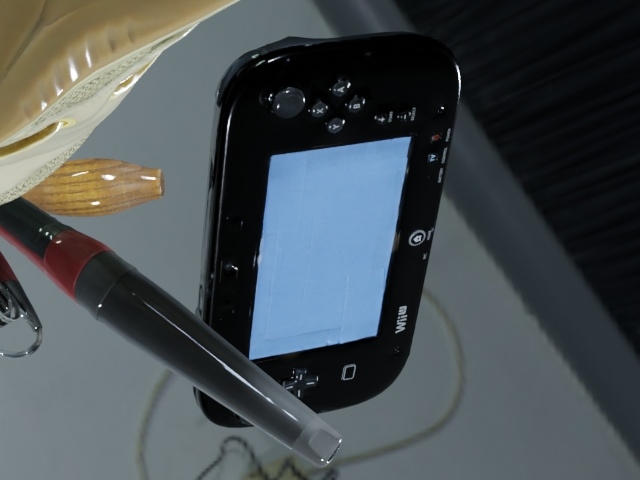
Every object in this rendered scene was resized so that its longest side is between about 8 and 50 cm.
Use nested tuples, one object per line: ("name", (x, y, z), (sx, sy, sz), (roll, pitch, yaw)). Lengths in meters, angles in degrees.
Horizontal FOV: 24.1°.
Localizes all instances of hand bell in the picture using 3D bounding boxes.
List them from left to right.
("hand bell", (-0.225, -0.030, 1.004), (0.242, 0.126, 0.126), (-2, 74, 4))

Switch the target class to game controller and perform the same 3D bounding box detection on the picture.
("game controller", (0.000, 0.000, 1.022), (0.166, 0.319, 0.067), (-3, 39, -14))

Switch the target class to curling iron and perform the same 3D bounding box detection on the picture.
("curling iron", (-0.110, 0.027, 0.682), (0.274, 0.068, 0.035), (28, 12, 9))

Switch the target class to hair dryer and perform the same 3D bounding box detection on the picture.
("hair dryer", (-0.374, -0.011, 1.508), (0.223, 0.080, 0.293), (51, 15, -31))

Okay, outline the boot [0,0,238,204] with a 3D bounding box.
("boot", (-0.144, -0.048, 0.484), (0.262, 0.203, 0.095), (-33, 93, -33))
